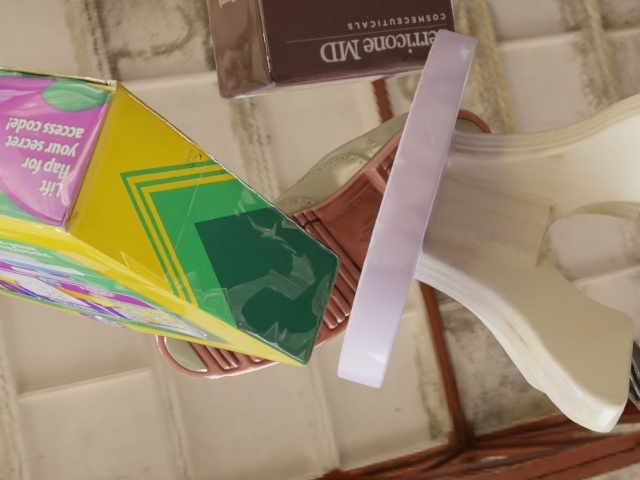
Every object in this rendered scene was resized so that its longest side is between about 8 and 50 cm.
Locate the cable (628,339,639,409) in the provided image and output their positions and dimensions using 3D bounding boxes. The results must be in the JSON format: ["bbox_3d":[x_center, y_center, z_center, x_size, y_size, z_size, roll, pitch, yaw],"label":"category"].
[{"bbox_3d":[0.488,0.245,1.520,0.072,0.139,0.287,-15,-138,-17],"label":"cable"}]

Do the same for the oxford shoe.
[{"bbox_3d":[0.000,0.000,1.141,0.397,0.146,0.140,-33,-70,-6],"label":"oxford shoe"}]

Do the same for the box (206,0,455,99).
[{"bbox_3d":[-0.011,-0.328,0.976,0.191,0.143,0.381,-12,-82,-24],"label":"box"}]

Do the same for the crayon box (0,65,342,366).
[{"bbox_3d":[-0.214,-0.025,0.820,0.313,0.363,0.106,40,-116,-57],"label":"crayon box"}]

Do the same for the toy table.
[{"bbox_3d":[0.120,-0.011,0.683,0.160,0.252,0.274,16,-124,6],"label":"toy table"}]
